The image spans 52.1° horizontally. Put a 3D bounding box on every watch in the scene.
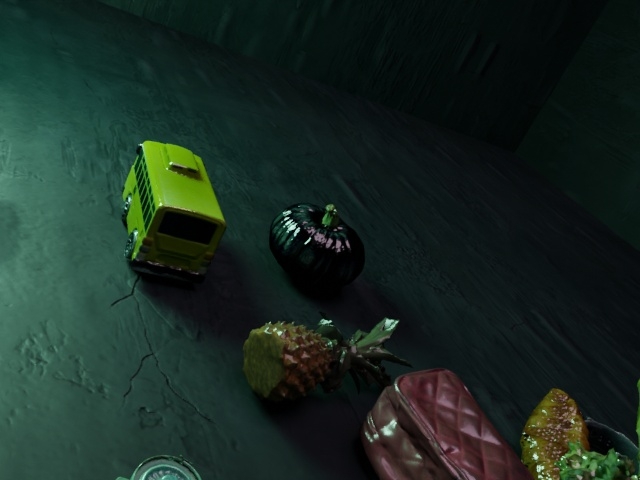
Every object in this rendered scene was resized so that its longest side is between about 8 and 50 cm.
[{"bbox_3d":[0.490,0.386,1.094,0.193,0.068,0.206,36,21,27],"label":"watch"}]

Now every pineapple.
[{"bbox_3d":[0.021,0.176,0.969,0.277,0.119,0.130,4,14,-46],"label":"pineapple"}]

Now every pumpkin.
[{"bbox_3d":[-0.006,0.011,1.248,0.194,0.150,0.194,50,3,-3],"label":"pumpkin"}]

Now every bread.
[{"bbox_3d":[0.369,0.338,1.033,0.104,0.076,0.233,3,33,16],"label":"bread"}]

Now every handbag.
[{"bbox_3d":[0.158,0.288,0.863,0.146,0.135,0.225,6,36,-41],"label":"handbag"}]

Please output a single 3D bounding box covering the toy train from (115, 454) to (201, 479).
[{"bbox_3d":[-0.090,0.317,0.564,0.298,0.120,0.194,23,29,-9],"label":"toy train"}]

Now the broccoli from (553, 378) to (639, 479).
[{"bbox_3d":[0.546,0.385,0.919,0.397,0.274,0.353,-15,81,-57],"label":"broccoli"}]

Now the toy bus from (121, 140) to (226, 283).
[{"bbox_3d":[-0.253,-0.058,1.108,0.128,0.150,0.262,15,26,-29],"label":"toy bus"}]
